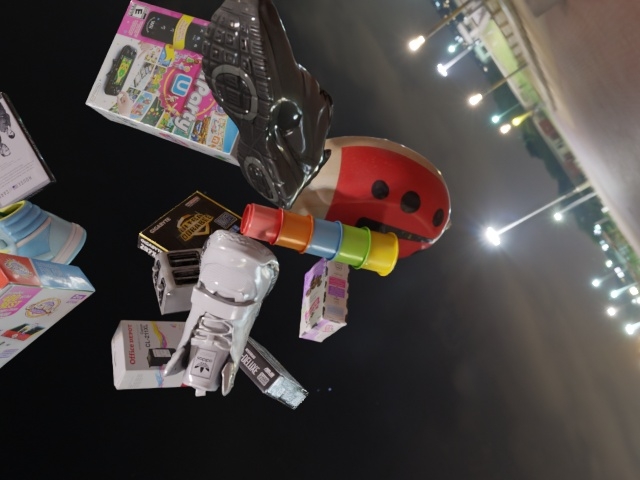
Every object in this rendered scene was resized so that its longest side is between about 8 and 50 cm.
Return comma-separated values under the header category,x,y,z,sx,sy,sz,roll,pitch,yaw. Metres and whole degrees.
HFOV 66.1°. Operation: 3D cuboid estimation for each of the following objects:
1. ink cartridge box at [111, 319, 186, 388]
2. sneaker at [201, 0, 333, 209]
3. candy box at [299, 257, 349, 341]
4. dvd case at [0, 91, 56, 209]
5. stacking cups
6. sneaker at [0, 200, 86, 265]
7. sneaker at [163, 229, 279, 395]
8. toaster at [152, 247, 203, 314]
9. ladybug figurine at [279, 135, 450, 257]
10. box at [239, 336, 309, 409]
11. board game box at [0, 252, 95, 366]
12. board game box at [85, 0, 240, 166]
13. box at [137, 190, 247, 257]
category,x,y,z,sx,sy,sz,roll,pitch,yaw
ink cartridge box,-0.348,0.245,1.063,0.175,0.072,0.127,8,-139,-35
sneaker,-0.048,-0.166,0.585,0.109,0.130,0.286,36,157,23
candy box,0.011,0.155,1.333,0.070,0.165,0.196,16,-123,-18
dvd case,-0.759,-0.199,1.161,0.239,0.179,0.029,61,-173,-2
stacking cups,0.000,0.000,0.984,0.316,0.096,0.096,12,-134,-22
sneaker,-0.709,0.049,1.095,0.127,0.319,0.208,20,161,48
sneaker,-0.175,0.146,0.869,0.137,0.366,0.210,19,-123,-4
toaster,-0.387,0.120,1.437,0.185,0.110,0.168,-5,-138,-26
ladybug figurine,0.119,-0.074,1.143,0.449,0.305,0.162,9,-145,-18
box,-0.181,0.409,1.579,0.242,0.076,0.307,39,169,29
board game box,-0.582,0.155,0.833,0.064,0.316,0.242,50,177,10
board game box,-0.246,-0.294,0.922,0.303,0.224,0.097,20,176,10
box,-0.430,-0.017,1.729,0.257,0.079,0.322,33,-140,5
